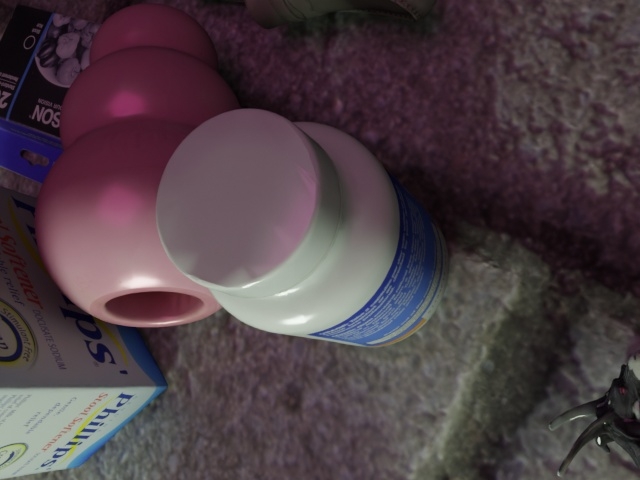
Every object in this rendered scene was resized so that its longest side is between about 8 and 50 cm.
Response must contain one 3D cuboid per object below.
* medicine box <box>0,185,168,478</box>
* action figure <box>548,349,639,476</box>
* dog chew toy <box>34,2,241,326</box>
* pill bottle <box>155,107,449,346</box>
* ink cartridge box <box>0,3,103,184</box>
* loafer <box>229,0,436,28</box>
[{"bbox_3d":[-0.332,0.075,0.617,0.149,0.289,0.263,-41,66,11],"label":"medicine box"},{"bbox_3d":[0.293,0.093,0.431,0.275,0.164,0.141,-6,106,14],"label":"action figure"},{"bbox_3d":[-0.161,-0.090,0.643,0.206,0.206,0.332,-14,65,19],"label":"dog chew toy"},{"bbox_3d":[0.000,0.000,0.507,0.152,0.272,0.152,-5,76,21],"label":"pill bottle"},{"bbox_3d":[-0.336,-0.176,0.814,0.206,0.045,0.208,20,87,25],"label":"ink cartridge box"},{"bbox_3d":[-0.028,-0.267,0.677,0.319,0.112,0.111,27,94,33],"label":"loafer"}]
